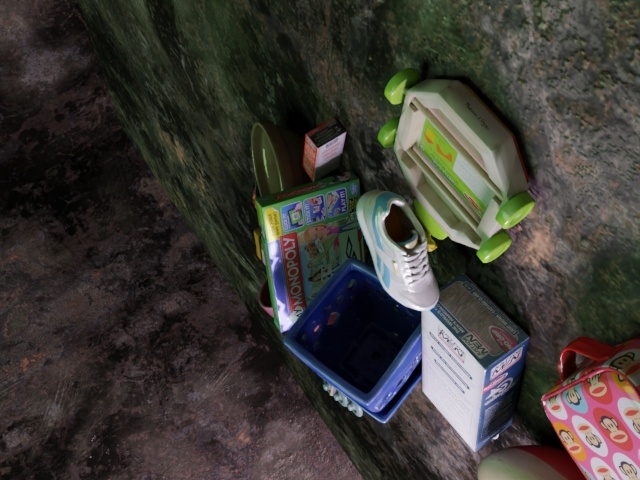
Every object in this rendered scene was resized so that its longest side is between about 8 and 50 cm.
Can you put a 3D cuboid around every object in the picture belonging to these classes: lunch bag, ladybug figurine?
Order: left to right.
[{"bbox_3d":[0.442,0.484,1.272,0.449,0.161,0.305,24,143,62],"label":"ladybug figurine"},{"bbox_3d":[0.412,0.241,0.989,0.258,0.120,0.293,55,164,13],"label":"lunch bag"}]

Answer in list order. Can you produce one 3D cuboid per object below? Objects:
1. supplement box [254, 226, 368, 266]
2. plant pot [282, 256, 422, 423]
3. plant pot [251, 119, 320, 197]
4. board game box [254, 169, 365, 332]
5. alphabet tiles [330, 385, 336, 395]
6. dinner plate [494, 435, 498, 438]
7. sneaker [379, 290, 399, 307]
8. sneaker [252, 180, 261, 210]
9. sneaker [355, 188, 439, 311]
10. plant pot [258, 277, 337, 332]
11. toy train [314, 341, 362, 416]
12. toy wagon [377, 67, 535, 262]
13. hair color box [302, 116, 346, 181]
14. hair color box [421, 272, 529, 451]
[{"bbox_3d":[-0.024,0.028,1.761,0.194,0.191,0.129,52,163,21],"label":"supplement box"},{"bbox_3d":[0.101,0.215,1.531,0.236,0.236,0.212,31,163,32],"label":"plant pot"},{"bbox_3d":[-0.070,-0.155,1.662,0.237,0.109,0.238,166,90,-74],"label":"plant pot"},{"bbox_3d":[-0.012,0.027,1.578,0.046,0.213,0.318,-132,29,-51],"label":"board game box"},{"bbox_3d":[0.064,0.289,1.980,0.237,0.009,0.198,-3,-78,-79],"label":"alphabet tiles"},{"bbox_3d":[0.340,0.367,1.623,0.141,0.017,0.141,52,164,22],"label":"dinner plate"},{"bbox_3d":[0.118,0.189,1.765,0.108,0.121,0.302,53,162,21],"label":"sneaker"},{"bbox_3d":[-0.105,-0.067,1.945,0.135,0.097,0.276,96,153,-59],"label":"sneaker"},{"bbox_3d":[0.137,0.024,1.236,0.229,0.087,0.092,61,163,-18],"label":"sneaker"},{"bbox_3d":[-0.043,0.169,2.117,0.180,0.201,0.201,49,170,-29],"label":"plant pot"},{"bbox_3d":[0.087,0.386,2.220,0.334,0.142,0.190,20,130,65],"label":"toy train"},{"bbox_3d":[0.191,-0.093,1.128,0.267,0.068,0.344,53,164,20],"label":"toy wagon"},{"bbox_3d":[0.006,-0.181,1.507,0.043,0.072,0.141,53,162,16],"label":"hair color box"},{"bbox_3d":[0.280,0.237,1.401,0.174,0.105,0.347,48,162,34],"label":"hair color box"}]
